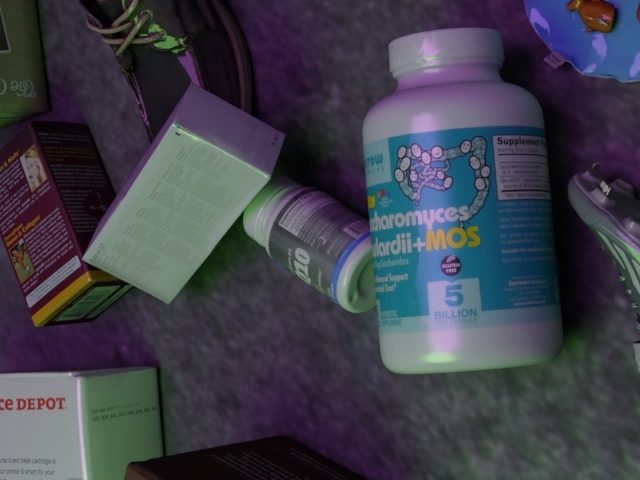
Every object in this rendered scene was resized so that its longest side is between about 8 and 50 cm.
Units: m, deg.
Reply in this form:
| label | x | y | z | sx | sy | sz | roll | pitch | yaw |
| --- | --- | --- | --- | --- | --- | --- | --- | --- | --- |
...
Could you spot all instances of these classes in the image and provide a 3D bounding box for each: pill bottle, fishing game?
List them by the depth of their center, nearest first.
| label | x | y | z | sx | sy | sz | roll | pitch | yaw |
| --- | --- | --- | --- | --- | --- | --- | --- | --- | --- |
| fishing game | 0.217 | -0.210 | 1.098 | 0.264 | 0.041 | 0.189 | 35 | 126 | 28 |
| pill bottle | 0.110 | -0.030 | 1.143 | 0.146 | 0.146 | 0.264 | -8 | 86 | 39 |
| pill bottle | 0.000 | 0.000 | 1.275 | 0.137 | 0.078 | 0.078 | 33 | 110 | 35 |

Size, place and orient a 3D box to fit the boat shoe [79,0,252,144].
| label | x | y | z | sx | sy | sz | roll | pitch | yaw |
| --- | --- | --- | --- | --- | --- | --- | --- | --- | --- |
| boat shoe | -0.170 | -0.221 | 1.376 | 0.132 | 0.130 | 0.355 | -24 | 76 | 37 |

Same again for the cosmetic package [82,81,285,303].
| label | x | y | z | sx | sy | sz | roll | pitch | yaw |
| --- | --- | --- | --- | --- | --- | --- | --- | --- | --- |
| cosmetic package | -0.129 | -0.038 | 1.320 | 0.239 | 0.099 | 0.060 | -47 | 21 | 48 |

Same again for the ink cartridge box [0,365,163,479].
| label | x | y | z | sx | sy | sz | roll | pitch | yaw |
| --- | --- | --- | --- | --- | --- | --- | --- | --- | --- |
| ink cartridge box | -0.261 | 0.266 | 1.465 | 0.198 | 0.114 | 0.273 | -5 | 87 | 38 |

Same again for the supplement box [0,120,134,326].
| label | x | y | z | sx | sy | sz | roll | pitch | yaw |
| --- | --- | --- | --- | --- | --- | --- | --- | --- | --- |
| supplement box | -0.269 | -0.018 | 1.490 | 0.104 | 0.080 | 0.188 | -36 | 69 | 34 |

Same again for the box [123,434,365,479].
| label | x | y | z | sx | sy | sz | roll | pitch | yaw |
| --- | --- | --- | --- | --- | --- | --- | --- | --- | --- |
| box | -0.058 | 0.285 | 1.246 | 0.168 | 0.203 | 0.167 | 24 | 106 | 37 |

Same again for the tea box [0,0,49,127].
| label | x | y | z | sx | sy | sz | roll | pitch | yaw |
| --- | --- | --- | --- | --- | --- | --- | --- | --- | --- |
| tea box | -0.523 | -0.213 | 1.535 | 0.323 | 0.329 | 0.220 | -11 | 83 | 37 |

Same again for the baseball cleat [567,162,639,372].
| label | x | y | z | sx | sy | sz | roll | pitch | yaw |
| --- | --- | --- | --- | --- | --- | --- | --- | --- | --- |
| baseball cleat | 0.246 | 0.038 | 1.083 | 0.206 | 0.072 | 0.109 | 47 | 124 | 32 |
